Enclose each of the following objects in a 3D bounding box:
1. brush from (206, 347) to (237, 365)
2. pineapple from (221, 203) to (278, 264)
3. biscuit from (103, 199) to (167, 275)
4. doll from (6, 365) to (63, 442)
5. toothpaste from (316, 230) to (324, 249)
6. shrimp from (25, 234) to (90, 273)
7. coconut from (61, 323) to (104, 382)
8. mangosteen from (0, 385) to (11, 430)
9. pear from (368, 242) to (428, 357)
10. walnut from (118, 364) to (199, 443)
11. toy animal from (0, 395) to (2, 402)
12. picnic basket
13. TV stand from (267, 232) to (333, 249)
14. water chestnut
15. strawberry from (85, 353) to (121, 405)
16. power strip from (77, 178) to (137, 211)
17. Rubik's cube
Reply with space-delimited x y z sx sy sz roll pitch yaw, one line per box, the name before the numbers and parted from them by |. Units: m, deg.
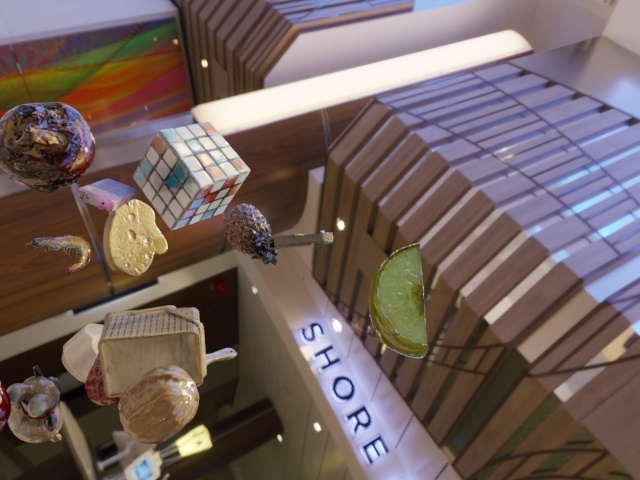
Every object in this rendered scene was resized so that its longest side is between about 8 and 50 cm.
brush | -0.437 0.443 1.983 0.069 0.327 0.065 29 -77 29
pineapple | -0.275 -0.014 2.175 0.362 0.201 0.202 37 -39 49
biscuit | -0.798 -0.009 2.228 0.057 0.287 0.344 -15 -110 37
doll | -1.041 0.611 1.881 0.234 0.174 0.330 26 -56 0
toothpaste | 0.000 0.000 1.828 0.083 0.017 0.020 107 -20 -47
shrimp | -0.781 0.043 1.542 0.034 0.178 0.125 -28 -106 43
coconut | -0.981 0.482 2.265 0.237 0.265 0.237 53 -9 12
mangosteen | -1.119 0.532 1.623 0.215 0.215 0.258 34 -20 52
pear | 0.199 0.176 1.359 0.239 0.138 0.288 72 17 -65
walnut | -0.429 0.439 1.388 0.213 0.213 0.213 46 -33 41
toy animal | -1.004 0.384 1.321 0.326 0.269 0.237 26 -64 30
picnic basket | -0.531 0.349 1.658 0.175 0.312 0.228 -120 -150 -63
TV stand | -0.069 0.001 1.638 0.256 0.048 0.040 -6 -93 43
water chestnut | -0.976 -0.344 1.811 0.336 0.335 0.347 64 -19 9
strawberry | -0.730 0.458 1.943 0.317 0.345 0.296 37 -32 32
power strip | -0.661 -0.146 1.611 0.279 0.109 0.038 -110 -137 -76
Rubik's cube | -0.452 -0.229 1.807 0.259 0.253 0.256 51 -52 10
